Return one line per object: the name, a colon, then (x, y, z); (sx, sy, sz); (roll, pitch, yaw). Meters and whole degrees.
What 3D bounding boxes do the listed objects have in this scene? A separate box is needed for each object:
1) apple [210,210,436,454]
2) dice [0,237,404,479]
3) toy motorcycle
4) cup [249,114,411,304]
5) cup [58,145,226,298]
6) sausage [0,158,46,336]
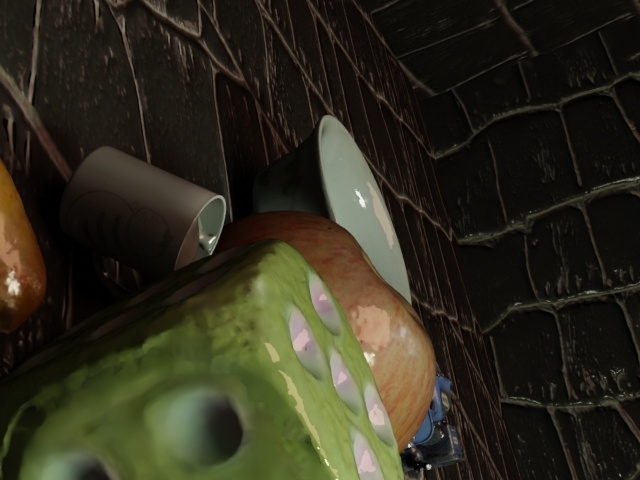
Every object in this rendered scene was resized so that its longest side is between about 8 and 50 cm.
apple: (-0.016, 0.119, 1.083); (0.345, 0.269, 0.345); (58, 19, -33)
dice: (-0.090, 0.159, 0.794); (0.250, 0.252, 0.254); (64, 12, -8)
toy motorcycle: (0.166, 0.310, 1.746); (0.358, 0.125, 0.212); (33, 42, -65)
cup: (0.000, 0.000, 1.485); (0.347, 0.163, 0.347); (-19, 90, -75)
cup: (-0.176, -0.005, 0.943); (0.136, 0.133, 0.099); (-65, 170, 1)
sausage: (-0.285, -0.052, 0.697); (0.109, 0.109, 0.270); (-74, 141, -65)
